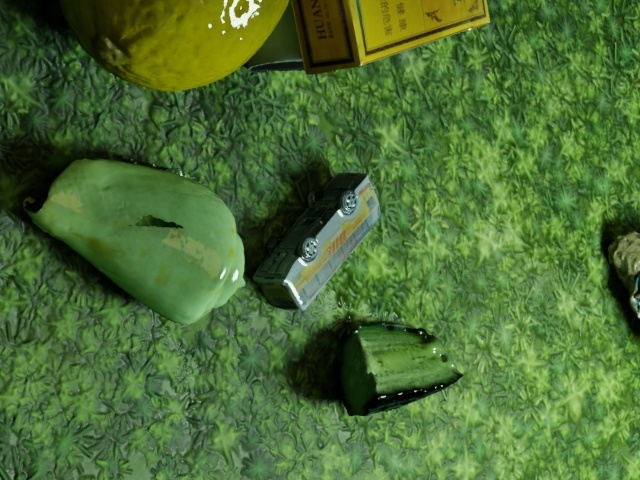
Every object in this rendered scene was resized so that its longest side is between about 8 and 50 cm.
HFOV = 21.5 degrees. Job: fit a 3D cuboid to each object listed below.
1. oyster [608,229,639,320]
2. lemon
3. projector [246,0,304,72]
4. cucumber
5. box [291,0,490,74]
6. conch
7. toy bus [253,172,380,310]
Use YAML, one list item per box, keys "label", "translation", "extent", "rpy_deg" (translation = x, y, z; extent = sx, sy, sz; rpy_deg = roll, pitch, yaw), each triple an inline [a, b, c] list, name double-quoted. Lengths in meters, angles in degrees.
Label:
- label: "oyster"
  translation: [0.509, 0.085, 2.432]
  extent: [0.214, 0.083, 0.223]
  rpy_deg: [-6, 96, -38]
- label: "lemon"
  translation: [-0.149, -0.289, 1.765]
  extent: [0.267, 0.267, 0.267]
  rpy_deg: [4, 84, -41]
- label: "projector"
  translation: [-0.049, -0.366, 1.952]
  extent: [0.108, 0.108, 0.338]
  rpy_deg: [-7, 91, -42]
- label: "cucumber"
  translation: [0.085, 0.163, 2.050]
  extent: [0.193, 0.115, 0.086]
  rpy_deg: [-10, 137, -46]
- label: "box"
  translation: [0.078, -0.317, 1.957]
  extent: [0.301, 0.084, 0.193]
  rpy_deg: [-26, 109, -52]
- label: "conch"
  translation: [-0.183, -0.015, 1.815]
  extent: [0.250, 0.137, 0.143]
  rpy_deg: [39, 88, -12]
- label: "toy bus"
  translation: [0.000, 0.000, 1.997]
  extent: [0.190, 0.064, 0.075]
  rpy_deg: [-49, 123, -33]
